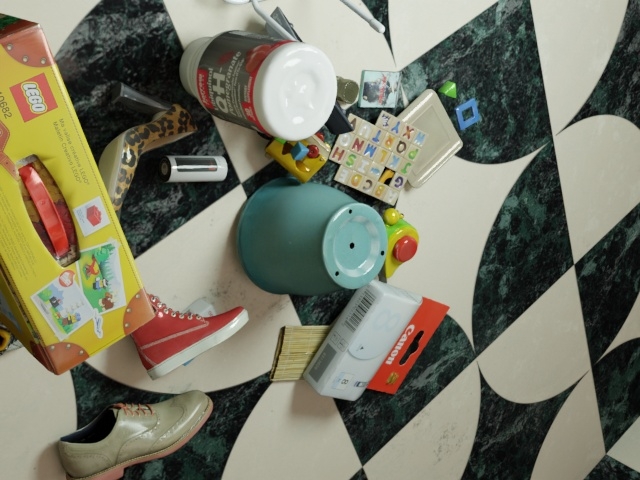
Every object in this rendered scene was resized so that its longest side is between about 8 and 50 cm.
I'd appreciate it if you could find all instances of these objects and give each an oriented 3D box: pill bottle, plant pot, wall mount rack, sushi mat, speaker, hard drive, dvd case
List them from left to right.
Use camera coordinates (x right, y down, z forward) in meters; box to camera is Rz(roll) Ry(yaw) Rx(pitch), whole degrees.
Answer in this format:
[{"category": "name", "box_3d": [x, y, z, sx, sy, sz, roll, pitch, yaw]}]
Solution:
[{"category": "speaker", "box_3d": [-0.261, -0.147, 1.749, 0.136, 0.055, 0.055, -4, 109, -40]}, {"category": "pill bottle", "box_3d": [-0.131, -0.303, 1.614, 0.176, 0.318, 0.176, -16, 116, -36]}, {"category": "wall mount rack", "box_3d": [-0.036, -0.516, 1.692, 0.350, 0.130, 0.304, -24, 96, -32]}, {"category": "hard drive", "box_3d": [-0.025, -0.338, 1.737, 0.054, 0.255, 0.172, -31, 157, 8]}, {"category": "plant pot", "box_3d": [0.000, 0.000, 1.862, 0.271, 0.255, 0.272, -5, 98, -39]}, {"category": "sushi mat", "box_3d": [0.011, 0.286, 2.181, 0.316, 0.019, 0.151, 5, 104, -42]}, {"category": "dvd case", "box_3d": [0.142, -0.362, 2.037, 0.119, 0.013, 0.087, -6, 111, -40]}]

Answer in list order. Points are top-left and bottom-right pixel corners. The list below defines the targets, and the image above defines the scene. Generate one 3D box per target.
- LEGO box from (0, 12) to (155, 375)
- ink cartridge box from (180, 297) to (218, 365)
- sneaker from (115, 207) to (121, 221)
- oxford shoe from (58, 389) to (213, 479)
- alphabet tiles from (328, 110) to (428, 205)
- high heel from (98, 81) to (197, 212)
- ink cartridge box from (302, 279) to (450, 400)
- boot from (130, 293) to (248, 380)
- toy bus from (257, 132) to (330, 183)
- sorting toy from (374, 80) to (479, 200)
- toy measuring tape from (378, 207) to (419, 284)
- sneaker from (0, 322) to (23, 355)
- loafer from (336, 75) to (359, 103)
[{"category": "LEGO box", "box_3d": [-0.501, -0.092, 1.345, 0.193, 0.372, 0.500, -33, 126, -27]}, {"category": "ink cartridge box", "box_3d": [-0.280, 0.200, 1.873, 0.122, 0.052, 0.089, -38, 128, -22]}, {"category": "sneaker", "box_3d": [-0.448, -0.023, 1.618, 0.130, 0.087, 0.228, -4, 106, -38]}, {"category": "oxford shoe", "box_3d": [-0.387, 0.396, 1.816, 0.348, 0.123, 0.130, -27, 118, -31]}, {"category": "alphabet tiles", "box_3d": [0.134, -0.210, 2.060, 0.237, 0.009, 0.198, 21, 100, -34]}, {"category": "high heel", "box_3d": [-0.318, -0.156, 1.620, 0.186, 0.093, 0.261, 20, 65, -39]}, {"category": "ink cartridge box", "box_3d": [0.175, 0.279, 2.217, 0.385, 0.091, 0.308, 21, 105, -45]}, {"category": "boot", "box_3d": [-0.285, 0.157, 1.787, 0.244, 0.088, 0.176, -28, 89, -19]}, {"category": "toy bus", "box_3d": [-0.075, -0.216, 1.842, 0.104, 0.202, 0.191, -44, 146, 23]}, {"category": "sorting toy", "box_3d": [0.248, -0.255, 2.143, 0.347, 0.047, 0.196, -44, 126, -8]}, {"category": "toy measuring tape", "box_3d": [0.196, 0.052, 2.192, 0.121, 0.121, 0.330, -29, 133, -29]}, {"category": "sneaker", "box_3d": [-0.587, 0.178, 1.544, 0.225, 0.092, 0.088, -1, 107, -67]}, {"category": "loafer", "box_3d": [0.038, -0.349, 1.931, 0.148, 0.050, 0.056, 14, 101, -59]}]
